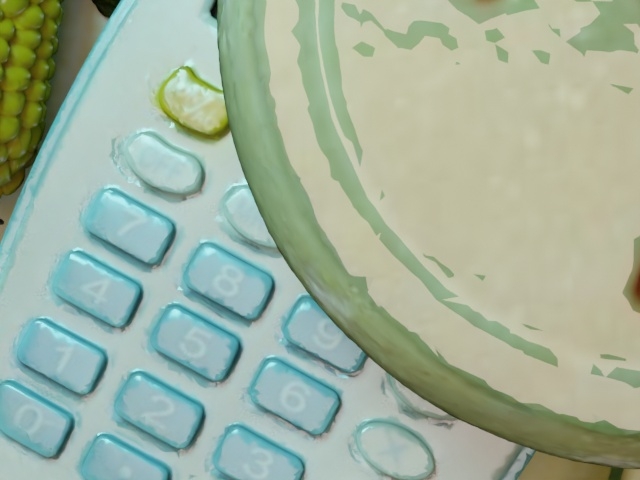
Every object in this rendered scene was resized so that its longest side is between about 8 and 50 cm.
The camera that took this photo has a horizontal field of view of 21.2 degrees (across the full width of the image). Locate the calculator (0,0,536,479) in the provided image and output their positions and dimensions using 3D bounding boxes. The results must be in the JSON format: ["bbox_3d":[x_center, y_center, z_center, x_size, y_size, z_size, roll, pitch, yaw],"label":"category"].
[{"bbox_3d":[0.000,0.000,0.756,0.256,0.054,0.386,28,90,2],"label":"calculator"}]

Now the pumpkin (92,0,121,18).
[{"bbox_3d":[-0.085,-0.141,0.780,0.050,0.028,0.083,8,92,7],"label":"pumpkin"}]

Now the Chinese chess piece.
[{"bbox_3d":[0.129,-0.081,0.656,0.338,0.140,0.338,0,90,1],"label":"Chinese chess piece"}]

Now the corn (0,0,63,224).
[{"bbox_3d":[-0.152,-0.157,0.748,0.106,0.106,0.305,12,94,4],"label":"corn"}]
